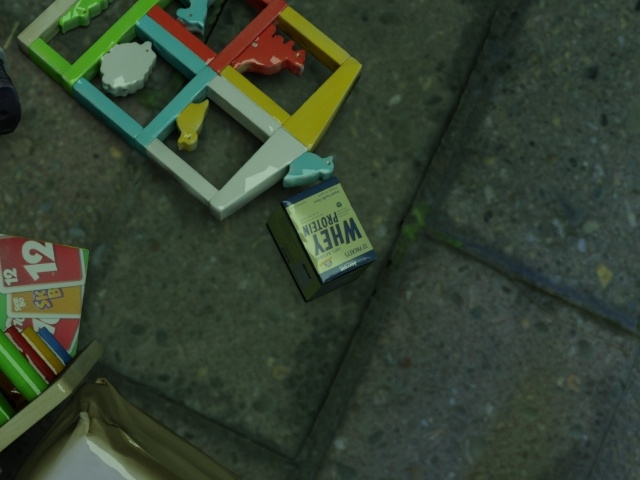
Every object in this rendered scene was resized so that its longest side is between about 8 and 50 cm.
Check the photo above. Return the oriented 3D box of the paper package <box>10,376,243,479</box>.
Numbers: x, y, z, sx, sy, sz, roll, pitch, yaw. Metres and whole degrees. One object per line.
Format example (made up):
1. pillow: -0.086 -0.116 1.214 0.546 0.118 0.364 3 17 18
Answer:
1. paper package: -0.149 0.327 1.465 0.309 0.168 0.325 36 96 -8

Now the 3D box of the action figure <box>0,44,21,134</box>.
1. action figure: -0.346 -0.217 1.670 0.185 0.099 0.285 -14 69 -8

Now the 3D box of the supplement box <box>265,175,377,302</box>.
1. supplement box: 0.000 0.000 1.691 0.056 0.083 0.083 -25 83 -16

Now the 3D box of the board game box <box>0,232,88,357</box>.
1. board game box: -0.326 0.046 1.600 0.259 0.039 0.124 11 78 -24

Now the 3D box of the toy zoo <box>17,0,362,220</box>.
1. toy zoo: -0.100 -0.149 1.708 0.293 0.030 0.192 39 72 11

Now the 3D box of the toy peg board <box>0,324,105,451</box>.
1. toy peg board: -0.270 0.124 1.535 0.161 0.160 0.079 -39 95 8

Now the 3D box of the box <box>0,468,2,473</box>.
1. box: -0.486 0.128 1.469 0.395 0.097 0.318 -27 84 12
